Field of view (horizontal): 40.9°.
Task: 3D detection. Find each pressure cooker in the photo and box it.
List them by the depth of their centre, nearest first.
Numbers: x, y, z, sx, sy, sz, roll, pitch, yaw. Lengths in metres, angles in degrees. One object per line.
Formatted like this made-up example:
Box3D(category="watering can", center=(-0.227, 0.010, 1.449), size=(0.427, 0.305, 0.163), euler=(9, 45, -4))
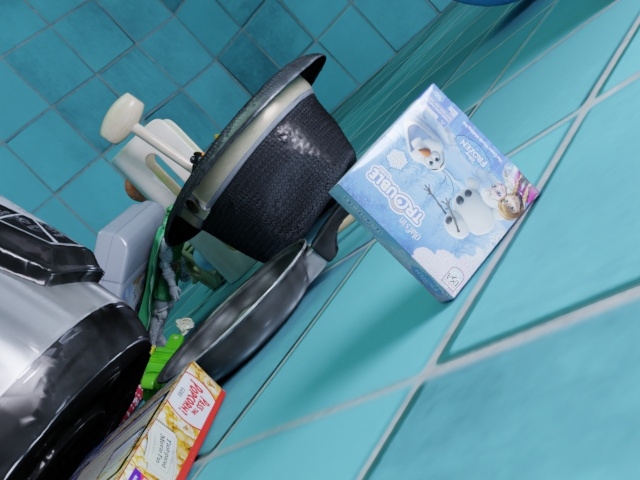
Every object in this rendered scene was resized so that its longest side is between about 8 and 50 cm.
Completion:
Box3D(category="pressure cooker", center=(-0.409, 0.109, 0.740), size=(0.370, 0.420, 0.375), euler=(-60, -5, 39))

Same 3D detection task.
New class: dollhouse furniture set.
Box3D(category="dollhouse furniture set", center=(-0.213, 0.069, 1.546), size=(0.182, 0.101, 0.161), euler=(-50, -15, -31))

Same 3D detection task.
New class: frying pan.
Box3D(category="frying pan", center=(-0.032, 0.030, 0.839), size=(0.326, 0.053, 0.197), euler=(-43, 8, -5))

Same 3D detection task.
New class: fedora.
Box3D(category="fedora", center=(-0.055, -0.079, 1.120), size=(0.334, 0.152, 0.334), euler=(-50, 0, 0))

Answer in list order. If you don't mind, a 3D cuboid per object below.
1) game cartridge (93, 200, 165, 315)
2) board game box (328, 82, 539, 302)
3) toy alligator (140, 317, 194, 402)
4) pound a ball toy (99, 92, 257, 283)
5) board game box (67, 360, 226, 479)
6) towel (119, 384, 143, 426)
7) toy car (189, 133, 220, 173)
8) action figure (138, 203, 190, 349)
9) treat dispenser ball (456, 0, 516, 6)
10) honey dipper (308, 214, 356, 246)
Box3D(category="game cartridge", center=(-0.293, 0.107, 1.253), size=(0.198, 0.062, 0.298), euler=(-80, 1, -70))
Box3D(category="board game box", center=(0.066, -0.028, 0.488), size=(0.090, 0.090, 0.020), euler=(-48, 5, -21))
Box3D(category="toy alligator", center=(-0.173, 0.144, 0.982), size=(0.190, 0.056, 0.051), euler=(-75, -9, -75))
Box3D(category="pound a ball toy", center=(-0.221, -0.072, 1.351), size=(0.136, 0.319, 0.208), euler=(-44, 8, 3))
Box3D(category="board game box", center=(-0.157, 0.189, 0.664), size=(0.146, 0.045, 0.193), euler=(-42, 8, 16))
Box3D(category="towel", center=(-0.339, 0.206, 1.042), size=(0.275, 0.198, 0.031), euler=(-65, -7, -69))
Box3D(category="toy car", center=(-0.144, -0.105, 1.190), size=(0.040, 0.060, 0.122), euler=(4, -13, -32))
Box3D(category="action figure", center=(-0.225, 0.058, 1.248), size=(0.137, 0.063, 0.232), euler=(-78, -1, -72))
Box3D(category="treat dispenser ball", center=(0.247, -0.486, 1.232), size=(0.288, 0.288, 0.288), euler=(-43, 8, 7))
Box3D(category="honey dipper", center=(0.000, 0.000, 0.910), size=(0.160, 0.030, 0.030), euler=(-39, 9, 26))
